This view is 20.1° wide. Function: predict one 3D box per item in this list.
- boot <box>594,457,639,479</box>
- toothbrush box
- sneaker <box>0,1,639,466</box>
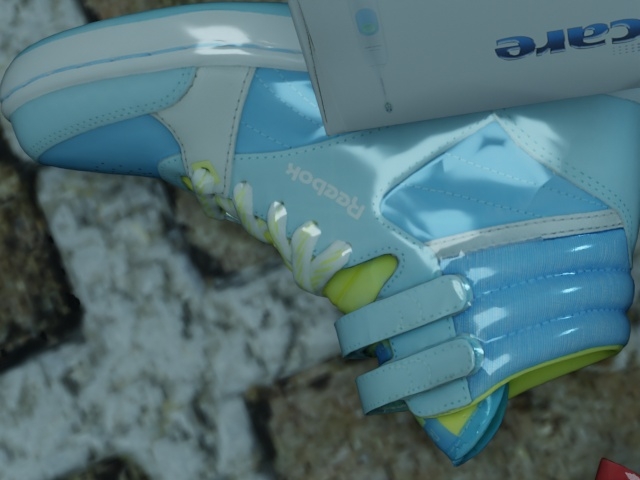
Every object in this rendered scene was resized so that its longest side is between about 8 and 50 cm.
[{"bbox_3d":[0.097,0.197,0.831,0.244,0.088,0.176,-11,82,1],"label":"boot"},{"bbox_3d":[0.087,-0.208,0.780,0.216,0.126,0.296,-8,56,7],"label":"toothbrush box"},{"bbox_3d":[0.000,0.000,0.845,0.319,0.127,0.208,0,83,11],"label":"sneaker"}]
